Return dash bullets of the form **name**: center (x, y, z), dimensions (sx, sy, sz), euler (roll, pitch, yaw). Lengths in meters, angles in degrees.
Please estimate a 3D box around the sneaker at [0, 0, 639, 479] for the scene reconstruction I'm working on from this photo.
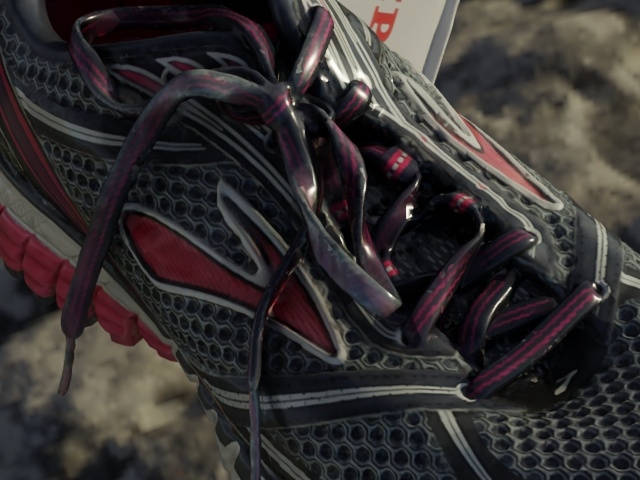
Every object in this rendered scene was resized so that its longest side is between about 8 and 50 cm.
- **sneaker**: center (0.000, 0.000, 0.502), dimensions (0.121, 0.112, 0.299), euler (-34, 49, -30)

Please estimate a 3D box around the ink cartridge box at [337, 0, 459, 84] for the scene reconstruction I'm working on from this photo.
- **ink cartridge box**: center (-0.080, -0.139, 0.660), dimensions (0.283, 0.207, 0.117), euler (1, 24, -41)
